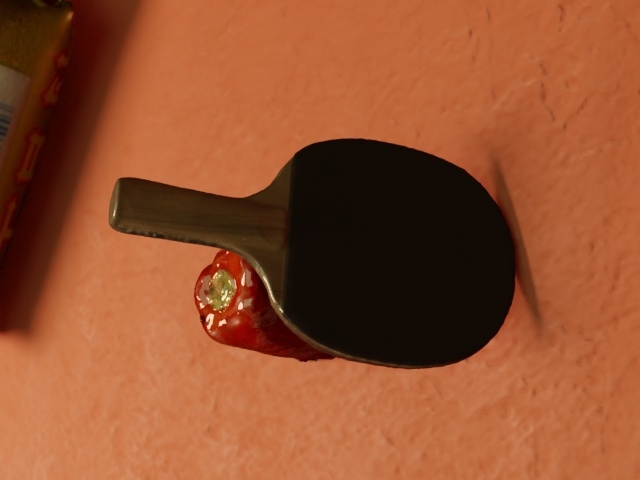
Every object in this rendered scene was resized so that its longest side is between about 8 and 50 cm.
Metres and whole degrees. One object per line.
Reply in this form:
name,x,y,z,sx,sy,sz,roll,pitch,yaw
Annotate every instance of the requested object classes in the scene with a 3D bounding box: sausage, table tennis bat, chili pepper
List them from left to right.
sausage,-0.255,-0.082,1.141,0.125,0.117,0.317,24,94,54
chili pepper,-0.026,0.038,0.974,0.073,0.123,0.070,-49,63,15
table tennis bat,0.000,0.000,0.922,0.022,0.246,0.138,132,144,-63
